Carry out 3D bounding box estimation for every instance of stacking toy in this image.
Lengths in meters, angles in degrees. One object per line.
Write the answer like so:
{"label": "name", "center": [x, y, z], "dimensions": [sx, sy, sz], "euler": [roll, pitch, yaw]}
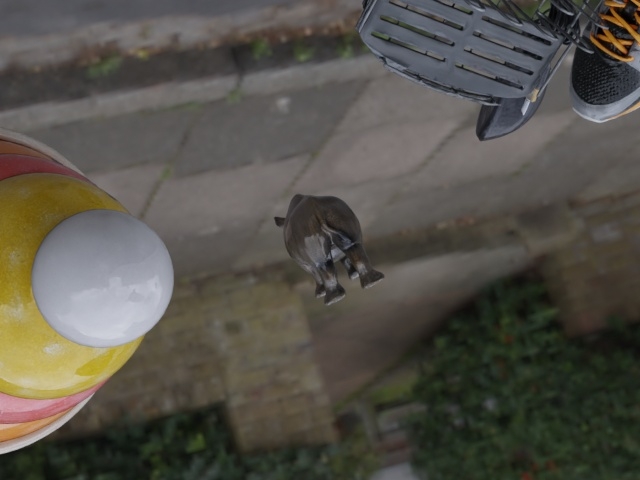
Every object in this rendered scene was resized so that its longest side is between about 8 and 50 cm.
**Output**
{"label": "stacking toy", "center": [-0.262, 0.049, 1.387], "dimensions": [0.351, 0.350, 0.480], "euler": [-8, -177, -31]}

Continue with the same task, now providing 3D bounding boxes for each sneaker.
{"label": "sneaker", "center": [0.265, -0.196, 1.216], "dimensions": [0.083, 0.084, 0.215], "euler": [-1, 122, -61]}

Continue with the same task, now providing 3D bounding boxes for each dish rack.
{"label": "dish rack", "center": [0.158, -0.217, 1.088], "dimensions": [0.208, 0.074, 0.271], "euler": [15, 117, -32]}

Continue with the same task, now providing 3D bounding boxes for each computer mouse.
{"label": "computer mouse", "center": [0.269, -0.203, 1.847], "dimensions": [0.060, 0.184, 0.262], "euler": [21, 125, -7]}

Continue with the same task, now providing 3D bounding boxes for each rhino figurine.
{"label": "rhino figurine", "center": [0.000, 0.000, 1.530], "dimensions": [0.073, 0.106, 0.243], "euler": [-28, -174, -6]}
